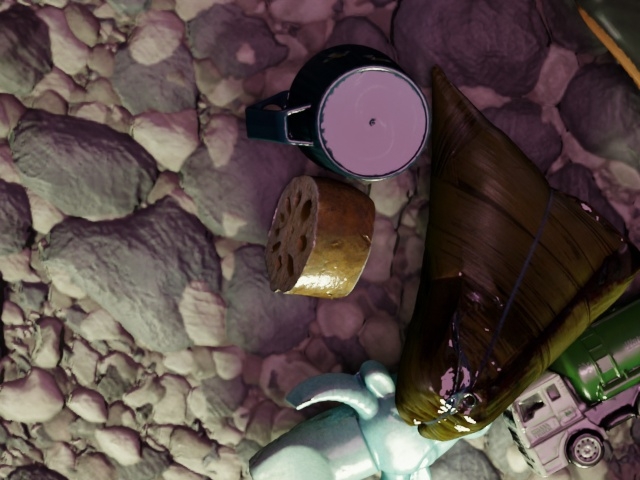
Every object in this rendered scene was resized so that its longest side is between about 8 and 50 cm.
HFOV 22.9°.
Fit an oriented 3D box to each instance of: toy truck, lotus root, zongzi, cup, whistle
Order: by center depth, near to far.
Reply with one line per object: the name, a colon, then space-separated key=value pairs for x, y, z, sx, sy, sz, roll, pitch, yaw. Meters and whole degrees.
cup: x=0.019 y=-0.117 z=1.506 sx=0.177 sy=0.155 sz=0.131 roll=-7 pitch=100 yaw=-7
zongzi: x=0.127 y=0.006 z=1.527 sx=0.286 sy=0.138 sz=0.300 roll=-39 pitch=94 yaw=-30
lotus root: x=0.001 y=0.001 z=1.545 sx=0.081 sy=0.112 sz=0.122 roll=17 pitch=96 yaw=-17
whistle: x=0.059 y=0.192 z=1.598 sx=0.274 sy=0.093 sz=0.186 roll=-23 pitch=119 yaw=0
toy truck: x=0.299 y=0.138 z=1.614 sx=0.243 sy=0.101 sz=0.125 roll=-29 pitch=97 yaw=-4

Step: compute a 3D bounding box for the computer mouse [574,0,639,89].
computer mouse: x=0.380 y=-0.201 z=1.530 sx=0.183 sy=0.116 sz=0.323 roll=-36 pitch=109 yaw=17
